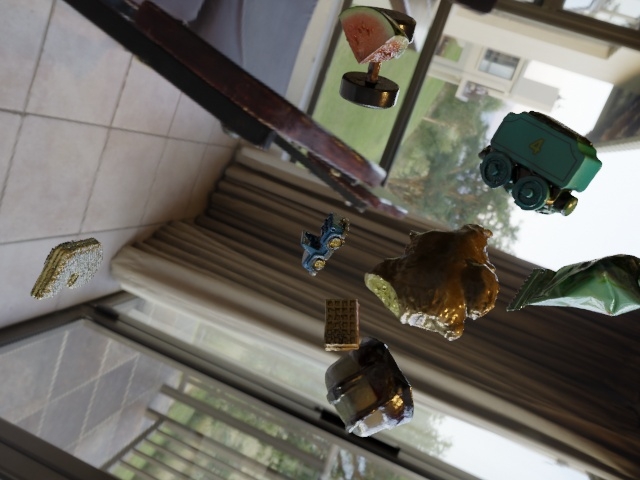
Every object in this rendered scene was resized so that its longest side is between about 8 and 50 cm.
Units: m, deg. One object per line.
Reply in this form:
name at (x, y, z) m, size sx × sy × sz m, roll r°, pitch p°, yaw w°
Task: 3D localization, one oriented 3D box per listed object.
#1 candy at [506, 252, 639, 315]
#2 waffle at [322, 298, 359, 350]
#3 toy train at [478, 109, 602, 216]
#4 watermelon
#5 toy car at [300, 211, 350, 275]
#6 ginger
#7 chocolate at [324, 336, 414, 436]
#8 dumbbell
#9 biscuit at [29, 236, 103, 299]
candy at (0.766, 0.127, 1.623) m, size 0.263 × 0.398 × 0.172 m, roll -23°, pitch 103°, yaw -47°
waffle at (0.060, 0.238, 1.587) m, size 0.042 × 0.103 × 0.148 m, roll 83°, pitch 9°, yaw -57°
toy train at (0.373, -0.134, 0.968) m, size 0.107 × 0.198 × 0.154 m, roll 3°, pitch 124°, yaw -46°
watermelon at (0.086, -0.366, 1.014) m, size 0.094 × 0.135 × 0.125 m, roll -61°, pitch 172°, yaw 11°
toy car at (0.000, 0.000, 1.582) m, size 0.191 × 0.100 × 0.097 m, roll -53°, pitch -165°, yaw 24°
ginger at (0.228, 0.049, 0.988) m, size 0.270 × 0.219 × 0.123 m, roll -39°, pitch 141°, yaw -17°
chocolate at (0.121, 0.446, 1.630) m, size 0.186 × 0.283 × 0.283 m, roll -22°, pitch 145°, yaw -25°
dumbbell at (0.139, -0.449, 1.379) m, size 0.152 × 0.153 × 0.218 m, roll -51°, pitch 157°, yaw -56°
biscuit at (-0.627, 0.066, 1.418) m, size 0.147 × 0.046 × 0.250 m, roll -58°, pitch 180°, yaw 7°
